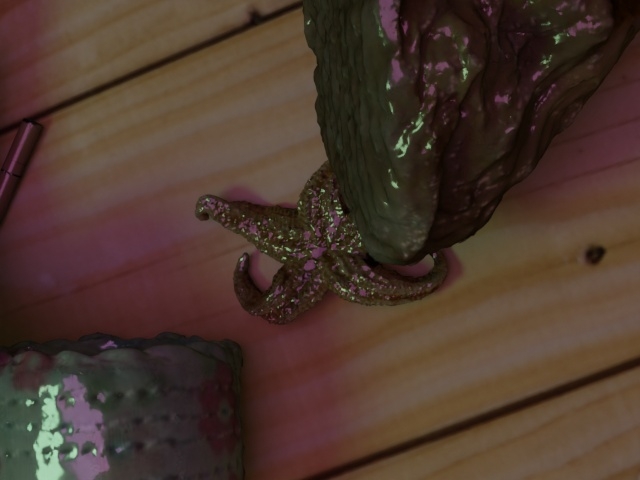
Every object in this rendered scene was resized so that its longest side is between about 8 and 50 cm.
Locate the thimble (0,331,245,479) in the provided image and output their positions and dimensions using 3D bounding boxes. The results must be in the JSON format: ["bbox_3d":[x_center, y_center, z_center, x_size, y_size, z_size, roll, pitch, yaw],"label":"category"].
[{"bbox_3d":[-0.155,0.148,1.388,0.211,0.185,0.149,-3,90,-19],"label":"thimble"}]

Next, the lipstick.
[{"bbox_3d":[-0.258,-0.056,1.493,0.019,0.019,0.094,26,96,13],"label":"lipstick"}]

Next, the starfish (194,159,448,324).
[{"bbox_3d":[-0.002,-0.002,1.413,0.209,0.053,0.150,17,84,15],"label":"starfish"}]

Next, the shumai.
[{"bbox_3d":[0.129,-0.145,1.318,0.262,0.267,0.314,-6,92,-10],"label":"shumai"}]
